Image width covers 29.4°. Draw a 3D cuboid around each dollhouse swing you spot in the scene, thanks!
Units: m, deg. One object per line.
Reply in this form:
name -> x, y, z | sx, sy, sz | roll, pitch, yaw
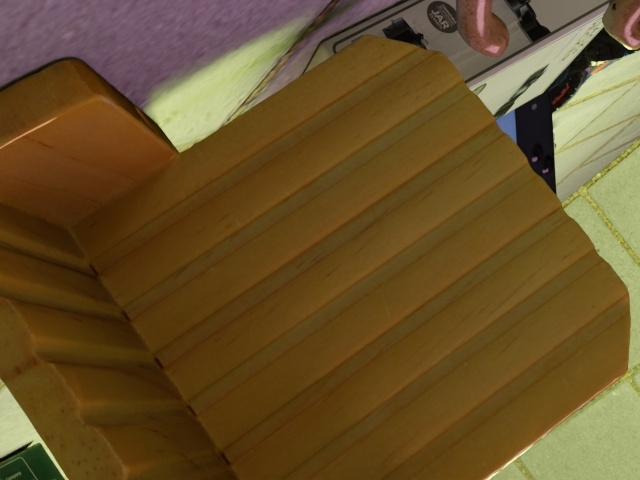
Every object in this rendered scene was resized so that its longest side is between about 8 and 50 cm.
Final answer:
dollhouse swing -> 0.012, 0.026, 0.709 | 0.305, 0.347, 0.315 | -36, 170, 1

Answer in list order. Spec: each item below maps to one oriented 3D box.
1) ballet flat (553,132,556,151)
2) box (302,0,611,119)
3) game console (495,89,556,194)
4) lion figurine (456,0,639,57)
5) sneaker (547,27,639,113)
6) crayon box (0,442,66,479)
ballet flat -> 0.376, -0.166, 2.041 | 0.041, 0.041, 0.114 | -38, 170, 9
box -> 0.107, -0.143, 1.027 | 0.290, 0.087, 0.169 | -31, 169, -31
game console -> 0.141, 0.016, 1.312 | 0.060, 0.342, 0.386 | 7, -154, 43
lion figurine -> 0.173, -0.233, 0.706 | 0.392, 0.142, 0.240 | -19, 153, -48
sneaker -> 0.314, -0.231, 1.420 | 0.221, 0.083, 0.087 | -35, -175, 21
crayon box -> -0.471, 0.392, 1.522 | 0.203, 0.083, 0.323 | -25, 164, -50
